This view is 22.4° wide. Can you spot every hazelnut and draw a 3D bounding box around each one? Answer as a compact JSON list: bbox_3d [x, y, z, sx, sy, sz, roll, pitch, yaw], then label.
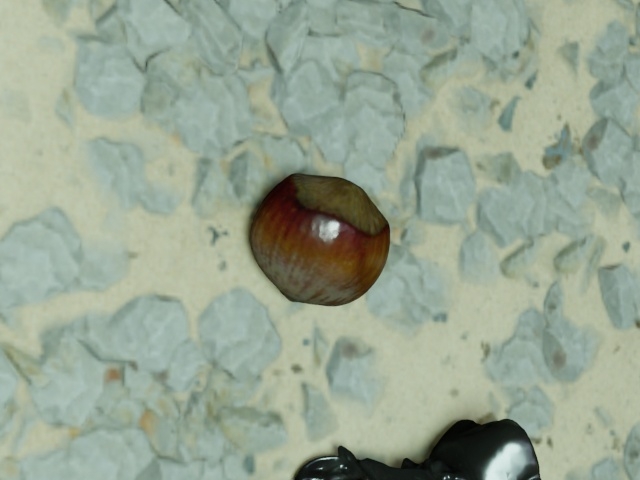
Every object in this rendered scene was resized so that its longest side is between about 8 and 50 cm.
[{"bbox_3d":[0.000,0.000,0.965,0.086,0.086,0.086,3,84,-33],"label":"hazelnut"}]

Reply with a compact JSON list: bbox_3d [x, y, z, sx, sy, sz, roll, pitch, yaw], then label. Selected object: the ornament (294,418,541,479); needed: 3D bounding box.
[{"bbox_3d":[0.032,0.248,0.955,0.260,0.106,0.251,-16,87,-24],"label":"ornament"}]
